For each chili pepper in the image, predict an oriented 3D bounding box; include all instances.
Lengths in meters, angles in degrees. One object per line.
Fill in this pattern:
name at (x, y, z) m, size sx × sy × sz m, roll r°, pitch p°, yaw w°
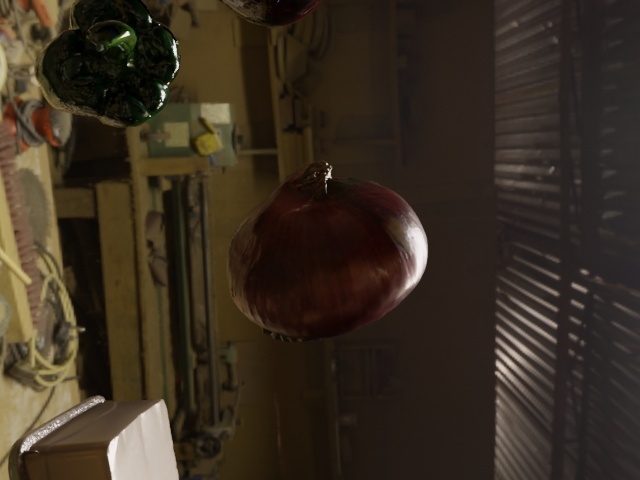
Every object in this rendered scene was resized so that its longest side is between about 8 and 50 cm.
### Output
chili pepper at (-0.270, -0.230, 0.815) m, size 0.165 × 0.174 × 0.261 m, roll 47°, pitch -18°, yaw -29°

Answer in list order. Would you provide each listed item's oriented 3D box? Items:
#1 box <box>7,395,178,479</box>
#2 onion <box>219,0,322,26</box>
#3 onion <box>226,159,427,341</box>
box at (-0.142, 0.155, 0.414) m, size 0.122 × 0.062 × 0.089 m, roll -11°, pitch 92°, yaw -85°
onion at (-0.067, -0.401, 0.781) m, size 0.221 × 0.281 × 0.281 m, roll 50°, pitch -27°, yaw 41°
onion at (0.000, 0.011, 0.710) m, size 0.161 × 0.248 × 0.248 m, roll 52°, pitch 16°, yaw -25°
